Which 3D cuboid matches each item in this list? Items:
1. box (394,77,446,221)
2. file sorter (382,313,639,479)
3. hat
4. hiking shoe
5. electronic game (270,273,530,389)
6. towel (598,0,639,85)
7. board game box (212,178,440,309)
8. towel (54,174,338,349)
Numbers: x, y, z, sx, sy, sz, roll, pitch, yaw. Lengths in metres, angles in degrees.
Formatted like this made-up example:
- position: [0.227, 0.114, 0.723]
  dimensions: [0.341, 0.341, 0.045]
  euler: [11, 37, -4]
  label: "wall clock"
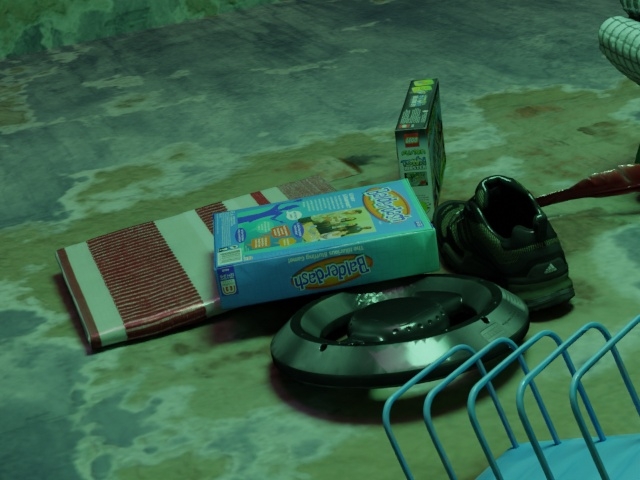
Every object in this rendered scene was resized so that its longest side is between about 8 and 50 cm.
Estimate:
- position: [0.121, -0.111, 1.382]
  dimensions: [0.036, 0.114, 0.207]
  euler: [-3, 23, 11]
  label: "box"
- position: [0.143, 0.121, 0.753]
  dimensions: [0.118, 0.104, 0.170]
  euler: [-30, 9, -41]
  label: "file sorter"
- position: [0.372, -0.049, 1.263]
  dimensions: [0.208, 0.183, 0.173]
  euler: [34, 9, 25]
  label: "hat"
- position: [0.176, -0.018, 1.136]
  dimensions: [0.086, 0.114, 0.227]
  euler: [-15, 23, -17]
  label: "hiking shoe"
- position: [0.069, 0.079, 1.024]
  dimensions: [0.229, 0.048, 0.229]
  euler: [-9, 14, 2]
  label: "electronic game"
- position: [0.462, -0.169, 1.225]
  dimensions: [0.284, 0.121, 0.235]
  euler: [25, 11, -22]
  label: "towel"
- position: [0.000, 0.000, 1.151]
  dimensions: [0.210, 0.047, 0.160]
  euler: [-10, 21, -1]
  label: "board game box"
- position: [-0.107, 0.020, 1.253]
  dimensions: [0.329, 0.037, 0.237]
  euler: [-16, 26, -15]
  label: "towel"
